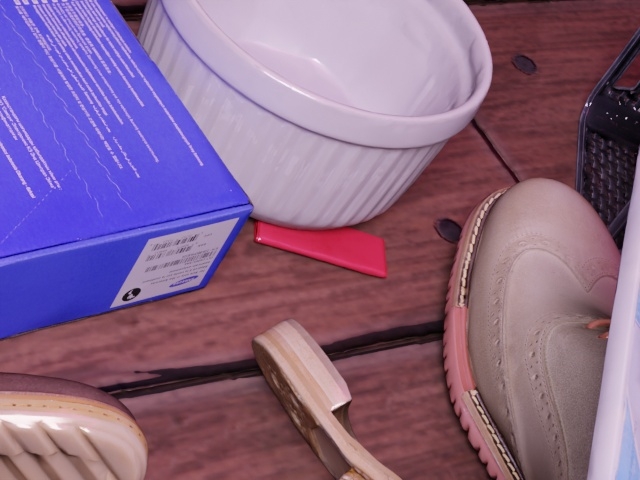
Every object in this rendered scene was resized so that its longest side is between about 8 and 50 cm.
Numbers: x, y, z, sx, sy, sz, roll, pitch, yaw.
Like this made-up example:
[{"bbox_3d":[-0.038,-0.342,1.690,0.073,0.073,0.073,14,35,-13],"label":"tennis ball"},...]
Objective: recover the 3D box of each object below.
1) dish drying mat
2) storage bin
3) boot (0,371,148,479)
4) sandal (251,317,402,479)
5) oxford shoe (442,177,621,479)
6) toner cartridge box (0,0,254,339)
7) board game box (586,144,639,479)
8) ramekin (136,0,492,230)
[{"bbox_3d":[0.000,0.000,1.005,0.083,0.008,0.032,17,42,-19],"label":"dish drying mat"},{"bbox_3d":[0.234,-0.059,1.127,0.084,0.122,0.180,24,41,-11],"label":"storage bin"},{"bbox_3d":[-0.179,0.039,0.713,0.248,0.090,0.207,-8,38,12],"label":"boot"},{"bbox_3d":[0.015,0.147,0.836,0.079,0.088,0.240,-30,58,-13],"label":"sandal"},{"bbox_3d":[0.167,0.098,0.907,0.140,0.146,0.397,12,45,-24],"label":"oxford shoe"},{"bbox_3d":[-0.198,-0.110,0.934,0.165,0.075,0.348,-12,58,-41],"label":"toner cartridge box"},{"bbox_3d":[0.249,0.172,0.785,0.390,0.050,0.390,56,26,-17],"label":"board game box"},{"bbox_3d":[-0.014,-0.100,1.011,0.207,0.109,0.207,19,37,-15],"label":"ramekin"}]
